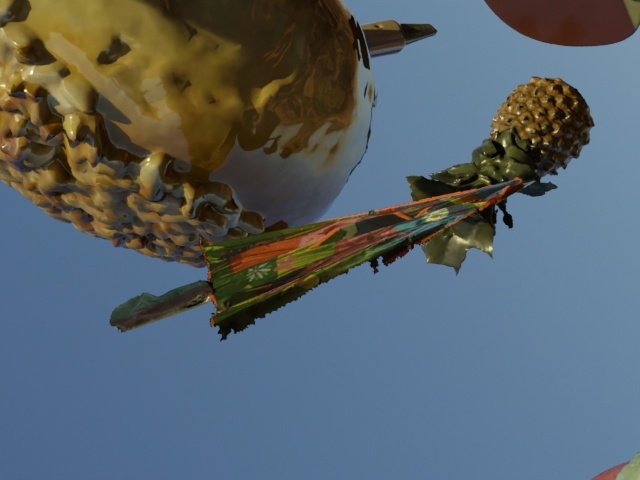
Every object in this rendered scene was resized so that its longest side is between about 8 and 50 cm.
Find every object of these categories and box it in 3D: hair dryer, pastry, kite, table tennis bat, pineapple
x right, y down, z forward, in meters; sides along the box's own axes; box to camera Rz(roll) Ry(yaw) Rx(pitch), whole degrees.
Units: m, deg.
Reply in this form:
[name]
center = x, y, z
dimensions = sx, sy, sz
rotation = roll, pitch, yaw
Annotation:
[hair dryer]
center = 0.003, -0.171, 1.389
dimensions = 0.220, 0.195, 0.053
rotation = -7, -132, -37
[pastry]
center = -0.153, -0.140, 1.019
dimensions = 0.410, 0.245, 0.409
rotation = 36, 175, 4
[kite]
center = 0.000, 0.000, 0.751
dimensions = 0.321, 0.234, 0.016
rotation = -129, 20, -80
[table tennis bat]
center = 0.265, -0.243, 1.360
dimensions = 0.021, 0.274, 0.154
rotation = -58, -46, -28
[pineapple]
center = 0.197, -0.084, 1.612
dimensions = 0.130, 0.119, 0.277
rotation = 45, -129, -1

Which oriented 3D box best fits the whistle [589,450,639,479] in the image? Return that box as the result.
[whistle]
center = 0.192, 0.172, 0.780
dimensions = 0.348, 0.189, 0.189
rotation = 75, 171, -55
